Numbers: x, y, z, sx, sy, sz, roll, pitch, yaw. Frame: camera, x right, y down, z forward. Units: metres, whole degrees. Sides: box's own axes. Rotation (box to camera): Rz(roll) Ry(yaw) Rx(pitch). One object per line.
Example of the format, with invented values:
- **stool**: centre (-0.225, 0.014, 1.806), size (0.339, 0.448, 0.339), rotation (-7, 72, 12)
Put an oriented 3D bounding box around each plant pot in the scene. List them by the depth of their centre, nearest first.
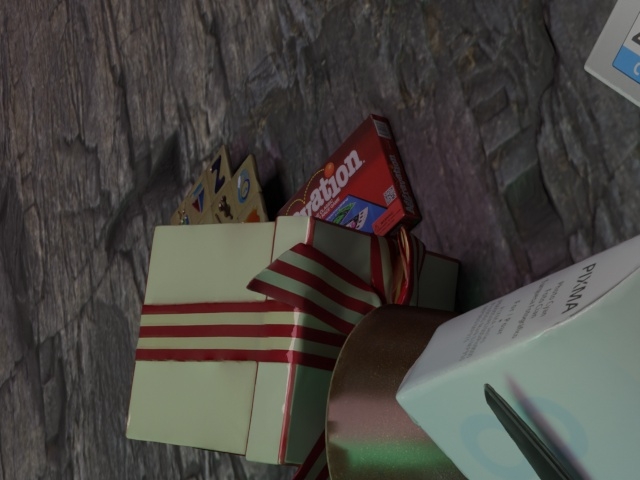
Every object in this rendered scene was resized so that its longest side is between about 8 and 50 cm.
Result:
- **plant pot**: centre (0.159, 0.157, 1.118), size (0.230, 0.215, 0.215), rotation (-4, 75, 35)

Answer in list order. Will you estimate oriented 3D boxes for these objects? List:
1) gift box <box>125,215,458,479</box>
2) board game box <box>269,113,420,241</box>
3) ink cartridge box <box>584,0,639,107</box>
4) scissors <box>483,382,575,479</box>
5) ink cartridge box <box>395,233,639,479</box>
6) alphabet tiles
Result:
- **gift box**: centre (-0.028, 0.113, 1.287), size (0.258, 0.276, 0.255), rotation (-1, 83, 42)
- **board game box**: centre (0.000, 0.000, 1.506), size (0.281, 0.027, 0.145), rotation (-46, 45, 36)
- **ink cartridge box**: centre (0.369, -0.184, 1.037), size (0.296, 0.066, 0.261), rotation (48, 118, 48)
- **scissors**: centre (0.204, 0.206, 0.902), size (0.109, 0.297, 0.021), rotation (-4, 33, 36)
- **ink cartridge box**: centre (0.283, 0.131, 0.861), size (0.385, 0.308, 0.091), rotation (-29, 17, 45)
- **alphabet tiles**: centre (-0.125, 0.067, 1.633), size (0.285, 0.011, 0.343), rotation (-49, 43, 44)
